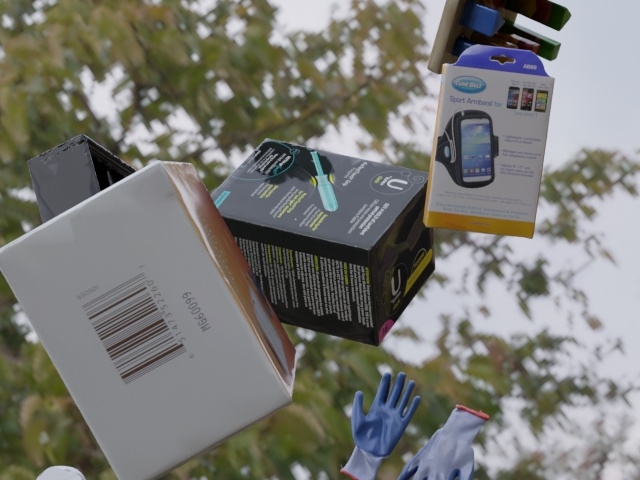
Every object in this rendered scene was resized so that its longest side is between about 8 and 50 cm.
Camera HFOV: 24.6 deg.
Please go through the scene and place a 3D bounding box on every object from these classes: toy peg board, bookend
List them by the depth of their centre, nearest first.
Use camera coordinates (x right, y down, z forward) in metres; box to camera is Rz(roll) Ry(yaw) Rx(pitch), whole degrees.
[{"bbox_3d":[0.195,-0.242,1.451,0.160,0.079,0.161,-27,-42,-54],"label":"toy peg board"},{"bbox_3d":[-0.230,-0.010,1.583,0.072,0.157,0.156,-24,-24,13],"label":"bookend"}]

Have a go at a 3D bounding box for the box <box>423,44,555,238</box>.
[{"bbox_3d":[0.124,-0.073,1.077,0.081,0.136,0.028,7,6,-3],"label":"box"}]

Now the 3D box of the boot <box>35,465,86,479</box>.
[{"bbox_3d":[-0.228,0.338,1.405,0.123,0.095,0.258,5,-79,-44],"label":"boot"}]

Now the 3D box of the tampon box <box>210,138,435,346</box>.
[{"bbox_3d":[0.000,0.000,1.223,0.120,0.161,0.101,-49,-37,-44],"label":"tampon box"}]

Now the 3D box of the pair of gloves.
[{"bbox_3d":[0.117,0.263,1.899,0.159,0.198,0.023,-63,-27,-9],"label":"pair of gloves"}]

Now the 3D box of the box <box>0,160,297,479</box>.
[{"bbox_3d":[-0.081,0.036,0.749,0.091,0.130,0.170,-29,3,2],"label":"box"}]
